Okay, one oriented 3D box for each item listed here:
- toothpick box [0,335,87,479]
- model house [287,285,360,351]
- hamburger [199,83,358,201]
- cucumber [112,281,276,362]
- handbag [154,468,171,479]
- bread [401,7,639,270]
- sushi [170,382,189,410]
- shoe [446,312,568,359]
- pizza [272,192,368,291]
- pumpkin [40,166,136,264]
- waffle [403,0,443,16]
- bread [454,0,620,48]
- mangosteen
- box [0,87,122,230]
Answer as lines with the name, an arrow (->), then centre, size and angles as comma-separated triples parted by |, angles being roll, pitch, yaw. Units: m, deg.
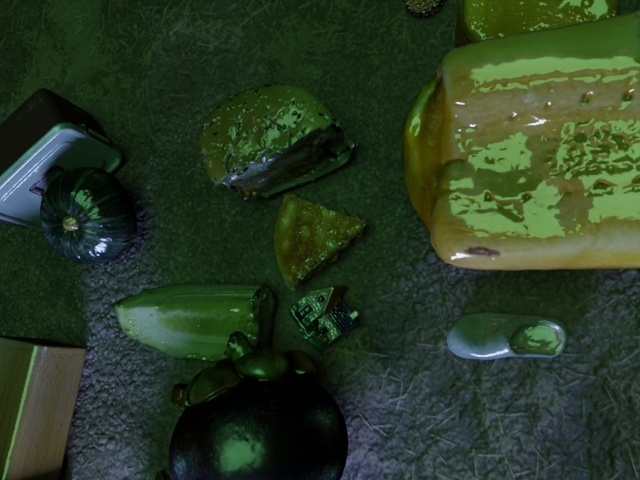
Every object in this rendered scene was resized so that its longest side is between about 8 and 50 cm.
toothpick box -> -0.617, 0.362, 1.149 | 0.190, 0.187, 0.308 | 6, 79, 21
model house -> 0.014, 0.135, 1.015 | 0.100, 0.088, 0.100 | -38, 75, 11
hamburger -> -0.094, -0.199, 1.066 | 0.288, 0.168, 0.192 | -24, 76, 14
cucumber -> -0.245, 0.153, 1.097 | 0.325, 0.105, 0.145 | -2, 107, 19
handbag -> -0.256, 0.563, 0.964 | 0.260, 0.084, 0.275 | 49, 136, 21
bread -> 0.323, -0.134, 0.869 | 0.394, 0.250, 0.361 | -3, 94, 24
sushi -> -0.247, 0.312, 1.093 | 0.120, 0.052, 0.055 | -1, 81, 19
shoe -> 0.307, 0.158, 0.916 | 0.195, 0.078, 0.079 | -2, 81, 15
pizza -> 0.000, 0.000, 1.059 | 0.193, 0.053, 0.201 | -3, 69, 20
pumpkin -> -0.492, -0.051, 1.187 | 0.212, 0.152, 0.211 | 3, 112, 8
waffle -> 0.201, -0.475, 1.086 | 0.083, 0.029, 0.075 | 29, 88, 24
bread -> 0.366, -0.372, 0.950 | 0.270, 0.143, 0.195 | 9, 89, 17
mangosteen -> -0.111, 0.327, 0.923 | 0.300, 0.300, 0.300 | -3, 80, 18
box -> -0.618, -0.181, 1.236 | 0.294, 0.193, 0.167 | -40, 65, 9
